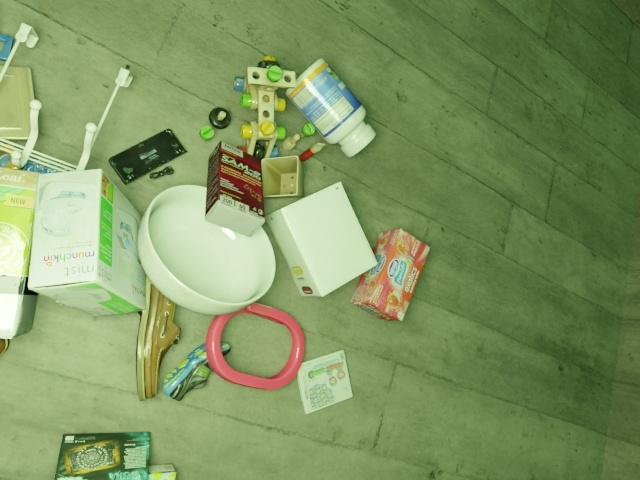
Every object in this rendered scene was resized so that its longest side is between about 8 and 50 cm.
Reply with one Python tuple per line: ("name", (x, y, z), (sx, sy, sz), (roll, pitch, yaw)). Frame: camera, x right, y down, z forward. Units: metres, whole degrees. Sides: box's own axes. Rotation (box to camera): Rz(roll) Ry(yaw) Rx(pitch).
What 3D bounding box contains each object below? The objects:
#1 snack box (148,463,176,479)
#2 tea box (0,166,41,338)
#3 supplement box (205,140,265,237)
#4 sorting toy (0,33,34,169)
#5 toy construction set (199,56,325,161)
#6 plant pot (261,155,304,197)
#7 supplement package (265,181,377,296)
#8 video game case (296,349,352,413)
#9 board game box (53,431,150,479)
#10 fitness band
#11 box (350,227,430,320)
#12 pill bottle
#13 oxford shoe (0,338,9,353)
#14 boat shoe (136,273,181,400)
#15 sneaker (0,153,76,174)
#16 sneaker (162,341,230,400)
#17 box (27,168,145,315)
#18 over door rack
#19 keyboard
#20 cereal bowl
("snack box", (-0.448, 0.613, 1.008), (0.207, 0.070, 0.174), (10, 79, -26))
("tea box", (-0.735, 0.016, 0.855), (0.329, 0.220, 0.323), (6, 80, -25))
("supplement box", (-0.218, -0.134, 1.137), (0.130, 0.073, 0.239), (21, 41, -32))
("sorting toy", (-0.742, -0.299, 0.980), (0.196, 0.047, 0.347), (-8, 79, -25))
("toy construction set", (-0.118, -0.335, 1.192), (0.309, 0.237, 0.257), (26, 73, -21))
("plant pot", (-0.097, -0.166, 1.248), (0.109, 0.096, 0.108), (-1, 81, 19))
("supplement package", (0.000, 0.000, 1.261), (0.204, 0.145, 0.261), (-27, 96, -26))
("video game case", (0.012, 0.407, 1.287), (0.157, 0.019, 0.143), (-10, 89, -27))
("board game box", (-0.480, 0.490, 0.986), (0.186, 0.126, 0.026), (10, 122, -24))
("fitness band", (-0.165, 0.277, 1.167), (0.291, 0.054, 0.208), (27, 67, -37))
("box", (0.214, 0.105, 1.365), (0.128, 0.123, 0.256), (32, 71, -19))
("pill bottle", (0.038, -0.386, 1.322), (0.272, 0.152, 0.152), (46, 67, -14))
("oxford shoe", (-0.749, 0.267, 0.901), (0.212, 0.076, 0.076), (-45, 105, -22))
("boat shoe", (-0.384, 0.222, 1.064), (0.105, 0.111, 0.306), (3, 83, -25))
("sneaker", (-0.615, -0.153, 1.013), (0.211, 0.081, 0.080), (14, 79, -23))
("sneaker", (-0.307, 0.326, 1.124), (0.188, 0.067, 0.078), (-40, 123, -26))
("box", (-0.470, 0.018, 0.925), (0.127, 0.262, 0.230), (-7, 69, -5))
("over door rack", (-0.589, -0.306, 0.961), (0.240, 0.108, 0.323), (21, 68, -18))
("keyboard", (-0.433, -0.204, 1.142), (0.180, 0.023, 0.108), (-37, 94, -24))
("cereal bowl", (-0.286, 0.038, 1.082), (0.339, 0.141, 0.338), (29, 38, -26))
